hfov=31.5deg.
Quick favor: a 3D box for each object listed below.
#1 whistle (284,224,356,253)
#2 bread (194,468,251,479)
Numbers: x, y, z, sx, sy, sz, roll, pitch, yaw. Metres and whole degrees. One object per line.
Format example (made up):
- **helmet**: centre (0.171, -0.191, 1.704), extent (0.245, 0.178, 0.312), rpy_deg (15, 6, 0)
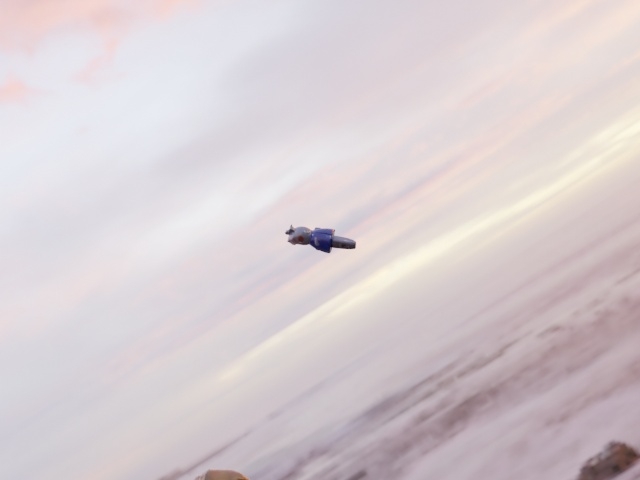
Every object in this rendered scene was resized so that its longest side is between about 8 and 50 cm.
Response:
- **whistle**: centre (0.000, 0.000, 1.307), extent (0.033, 0.083, 0.029), rpy_deg (89, -166, -55)
- **bread**: centre (-0.058, 0.312, 0.637), extent (0.340, 0.178, 0.194), rpy_deg (-63, 12, 8)
